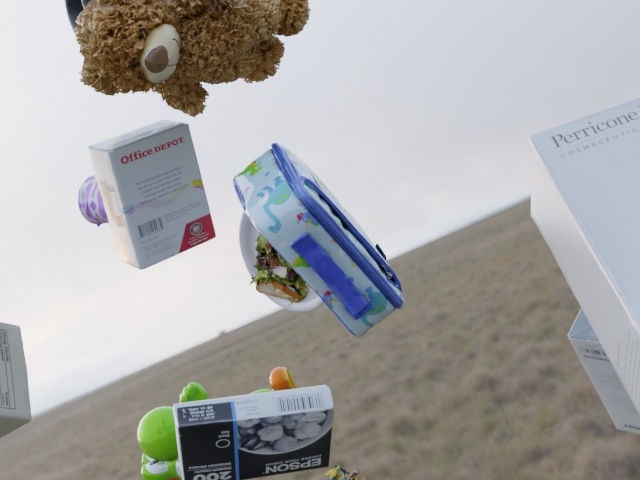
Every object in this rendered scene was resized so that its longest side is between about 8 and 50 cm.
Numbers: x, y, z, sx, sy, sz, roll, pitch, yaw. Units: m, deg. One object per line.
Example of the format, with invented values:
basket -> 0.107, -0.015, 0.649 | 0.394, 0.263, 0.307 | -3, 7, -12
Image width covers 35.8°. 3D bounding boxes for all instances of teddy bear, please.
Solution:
teddy bear -> -0.145, -0.255, 1.269 | 0.245, 0.113, 0.338 | -39, -19, 23

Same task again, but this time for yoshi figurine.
yoshi figurine -> -0.217, 0.380, 2.006 | 0.362, 0.203, 0.203 | -23, -2, 4

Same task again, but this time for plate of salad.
plate of salad -> -0.062, 0.022, 1.556 | 0.048, 0.200, 0.199 | -26, 0, -44

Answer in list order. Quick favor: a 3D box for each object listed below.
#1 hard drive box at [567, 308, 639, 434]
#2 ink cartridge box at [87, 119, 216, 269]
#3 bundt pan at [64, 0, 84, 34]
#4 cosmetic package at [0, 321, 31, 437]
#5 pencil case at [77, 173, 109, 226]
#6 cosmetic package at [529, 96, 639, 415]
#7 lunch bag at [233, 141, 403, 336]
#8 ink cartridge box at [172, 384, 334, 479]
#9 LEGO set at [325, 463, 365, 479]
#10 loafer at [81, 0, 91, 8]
hard drive box -> 0.471, 0.182, 1.365 | 0.181, 0.232, 0.089 | 7, 53, 42
ink cartridge box -> -0.232, -0.067, 1.379 | 0.127, 0.175, 0.072 | -25, 25, -31
bundt pan -> -0.298, -0.428, 1.569 | 0.124, 0.331, 0.331 | -18, -5, -34
cosmetic package -> -0.542, 0.178, 1.301 | 0.129, 0.153, 0.296 | -29, -30, 26
pencil case -> -0.280, -0.056, 1.533 | 0.206, 0.088, 0.086 | 5, 26, 30
cosmetic package -> 0.418, 0.053, 1.069 | 0.230, 0.453, 0.162 | -20, -38, -1
lunch bag -> 0.000, 0.000, 1.148 | 0.090, 0.219, 0.176 | -38, 27, 7
ink cartridge box -> -0.089, 0.282, 1.347 | 0.206, 0.045, 0.208 | -6, -42, -8
LEGO set -> -0.022, 0.413, 1.336 | 0.255, 0.192, 0.331 | -59, -16, -7
loafer -> -0.286, -0.399, 1.260 | 0.084, 0.268, 0.096 | -13, 37, -4
